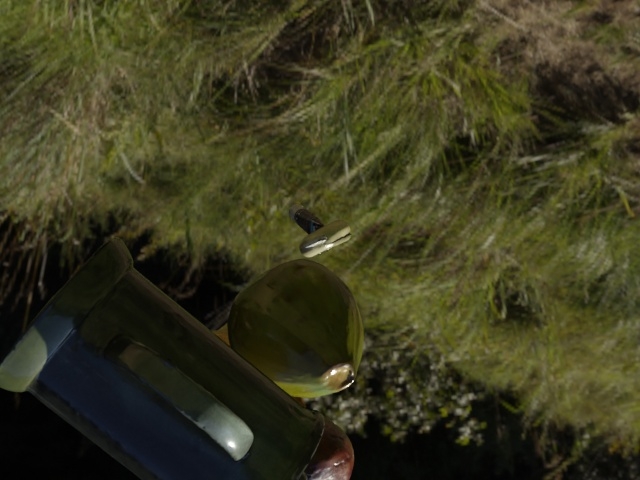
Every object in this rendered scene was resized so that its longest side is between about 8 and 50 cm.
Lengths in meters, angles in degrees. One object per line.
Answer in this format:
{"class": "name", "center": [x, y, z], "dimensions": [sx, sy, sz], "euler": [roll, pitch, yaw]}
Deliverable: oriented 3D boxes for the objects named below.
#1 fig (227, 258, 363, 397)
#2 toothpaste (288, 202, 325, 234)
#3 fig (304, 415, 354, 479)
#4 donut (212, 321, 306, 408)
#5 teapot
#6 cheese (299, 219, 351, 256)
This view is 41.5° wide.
{"class": "fig", "center": [-0.028, 0.163, 1.480], "dimensions": [0.240, 0.271, 0.239], "euler": [-23, 130, -30]}
{"class": "toothpaste", "center": [-0.024, -0.038, 2.169], "dimensions": [0.045, 0.193, 0.071], "euler": [-15, 118, -21]}
{"class": "fig", "center": [-0.045, 0.452, 1.728], "dimensions": [0.263, 0.223, 0.224], "euler": [-2, 147, -32]}
{"class": "donut", "center": [-0.221, 0.399, 2.058], "dimensions": [0.164, 0.377, 0.435], "euler": [-15, 153, -33]}
{"class": "teapot", "center": [-0.149, 0.170, 0.889], "dimensions": [0.337, 0.200, 0.270], "euler": [40, 159, -7]}
{"class": "cheese", "center": [0.000, 0.000, 1.889], "dimensions": [0.127, 0.054, 0.251], "euler": [-29, 178, 8]}
